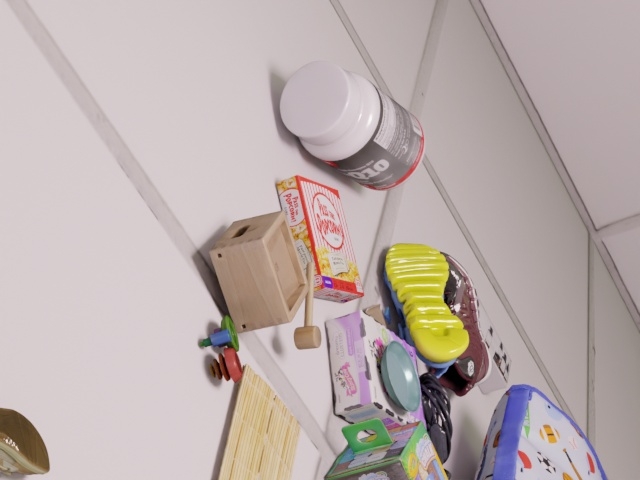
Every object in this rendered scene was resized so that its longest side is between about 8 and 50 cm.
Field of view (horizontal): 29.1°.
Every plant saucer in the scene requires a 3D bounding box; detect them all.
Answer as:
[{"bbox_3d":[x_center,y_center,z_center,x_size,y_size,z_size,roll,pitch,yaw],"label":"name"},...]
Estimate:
[{"bbox_3d":[0.124,0.219,1.965,0.119,0.021,0.119,46,33,-44],"label":"plant saucer"}]

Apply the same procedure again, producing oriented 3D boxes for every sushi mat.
[{"bbox_3d":[-0.086,0.318,1.621,0.151,0.019,0.316,53,28,-30],"label":"sushi mat"}]

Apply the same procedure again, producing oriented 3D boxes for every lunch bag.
[{"bbox_3d":[0.389,0.497,2.228,0.328,0.239,0.385,-65,137,-56],"label":"lunch bag"}]

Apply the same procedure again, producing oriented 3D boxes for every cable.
[{"bbox_3d":[0.194,0.317,2.101,0.150,0.047,0.184,103,-18,-82],"label":"cable"}]

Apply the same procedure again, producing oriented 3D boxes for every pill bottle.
[{"bbox_3d":[0.057,-0.199,2.160,0.283,0.161,0.161,26,48,-56],"label":"pill bottle"}]

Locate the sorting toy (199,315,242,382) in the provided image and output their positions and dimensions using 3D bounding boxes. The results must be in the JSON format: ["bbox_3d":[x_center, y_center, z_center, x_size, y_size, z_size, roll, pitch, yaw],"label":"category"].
[{"bbox_3d":[-0.134,0.145,1.646,0.102,0.042,0.061,-103,173,-46],"label":"sorting toy"}]

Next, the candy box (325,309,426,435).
[{"bbox_3d":[0.092,0.226,2.008,0.196,0.070,0.165,37,39,-51],"label":"candy box"}]

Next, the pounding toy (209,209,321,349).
[{"bbox_3d":[-0.071,0.070,1.773,0.181,0.094,0.206,-59,134,-66],"label":"pounding toy"}]

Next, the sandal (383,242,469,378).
[{"bbox_3d":[0.176,0.131,2.237,0.317,0.126,0.138,-96,-167,-48],"label":"sandal"}]

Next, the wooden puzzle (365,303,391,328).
[{"bbox_3d":[0.098,0.150,2.155,0.116,0.014,0.079,3,73,-64],"label":"wooden puzzle"}]

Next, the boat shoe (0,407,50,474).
[{"bbox_3d":[-0.322,0.195,1.206,0.153,0.048,0.056,47,20,-53],"label":"boat shoe"}]

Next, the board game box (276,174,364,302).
[{"bbox_3d":[0.000,0.000,2.024,0.147,0.045,0.193,15,58,-62],"label":"board game box"}]

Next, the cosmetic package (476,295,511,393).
[{"bbox_3d":[0.314,0.187,2.521,0.239,0.060,0.099,60,25,-20],"label":"cosmetic package"}]

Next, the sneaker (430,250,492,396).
[{"bbox_3d":[0.242,0.166,2.337,0.281,0.106,0.162,67,27,-7],"label":"sneaker"}]

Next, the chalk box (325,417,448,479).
[{"bbox_3d":[0.103,0.361,1.851,0.213,0.132,0.132,67,24,-8],"label":"chalk box"}]
